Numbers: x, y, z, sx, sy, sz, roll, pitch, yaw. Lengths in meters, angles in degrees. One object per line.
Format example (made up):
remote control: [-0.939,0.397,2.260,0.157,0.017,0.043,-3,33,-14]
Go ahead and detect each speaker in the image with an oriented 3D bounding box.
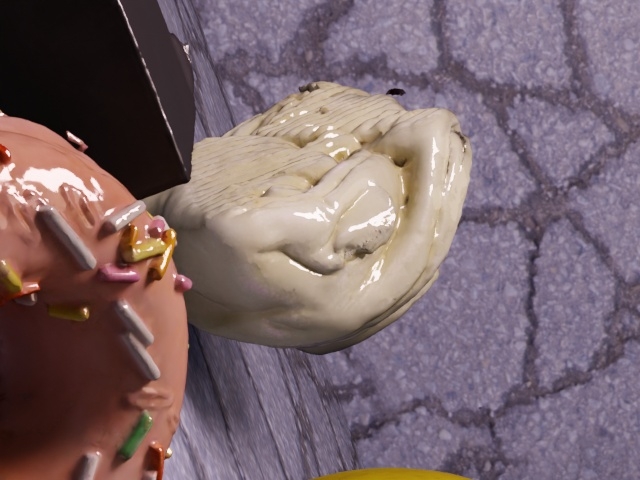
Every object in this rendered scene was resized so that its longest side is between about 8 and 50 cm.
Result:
speaker: [-0.187,-0.131,0.793,0.254,0.184,0.232,-105,175,-74]

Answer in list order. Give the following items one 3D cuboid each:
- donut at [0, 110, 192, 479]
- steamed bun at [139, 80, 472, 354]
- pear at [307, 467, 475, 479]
donut: [-0.135,0.051,0.637,0.085,0.199,0.233,15,-37,39]
steamed bun: [0.000,0.000,1.491,0.394,0.347,0.237,-59,137,-60]
pear: [0.050,0.295,0.787,0.418,0.362,0.362,27,-37,58]
